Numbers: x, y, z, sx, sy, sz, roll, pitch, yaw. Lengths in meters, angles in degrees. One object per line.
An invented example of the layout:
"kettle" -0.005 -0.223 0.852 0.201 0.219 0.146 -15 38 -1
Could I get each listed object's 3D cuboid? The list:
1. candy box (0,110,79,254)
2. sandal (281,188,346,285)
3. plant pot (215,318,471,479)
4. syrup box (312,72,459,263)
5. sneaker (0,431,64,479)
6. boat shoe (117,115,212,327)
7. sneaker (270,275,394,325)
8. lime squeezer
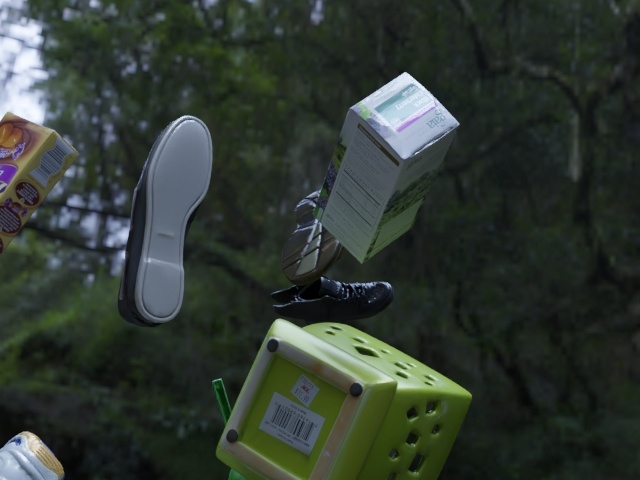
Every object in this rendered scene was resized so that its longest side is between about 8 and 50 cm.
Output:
"candy box" -0.374 -0.053 1.742 0.109 0.186 0.053 22 -17 46
"sandal" 0.000 0.000 2.058 0.090 0.219 0.060 -24 -65 13
"plant pot" 0.016 0.232 1.891 0.228 0.227 0.207 26 3 33
"syrup box" 0.074 -0.083 1.809 0.096 0.093 0.237 45 -29 17
"sneaker" -0.440 0.353 2.019 0.112 0.131 0.296 44 -34 8
"boat shoe" -0.251 -0.030 2.337 0.112 0.335 0.095 21 -20 -35
"sneaker" 0.019 0.083 2.238 0.170 0.051 0.089 -18 -37 8
"lime squeezer" -0.089 0.325 2.013 0.059 0.310 0.110 -26 -44 -6
